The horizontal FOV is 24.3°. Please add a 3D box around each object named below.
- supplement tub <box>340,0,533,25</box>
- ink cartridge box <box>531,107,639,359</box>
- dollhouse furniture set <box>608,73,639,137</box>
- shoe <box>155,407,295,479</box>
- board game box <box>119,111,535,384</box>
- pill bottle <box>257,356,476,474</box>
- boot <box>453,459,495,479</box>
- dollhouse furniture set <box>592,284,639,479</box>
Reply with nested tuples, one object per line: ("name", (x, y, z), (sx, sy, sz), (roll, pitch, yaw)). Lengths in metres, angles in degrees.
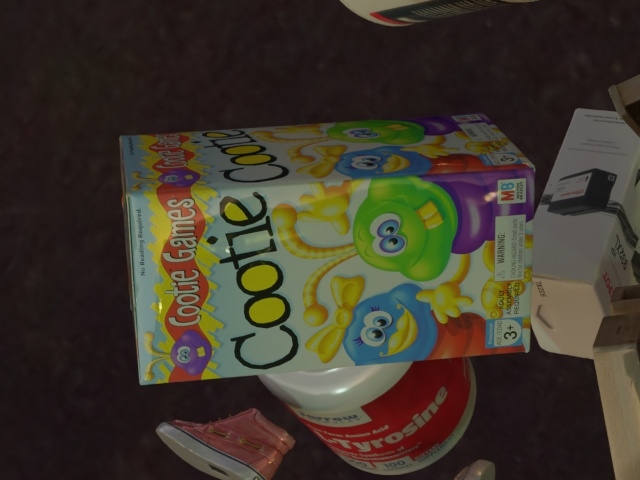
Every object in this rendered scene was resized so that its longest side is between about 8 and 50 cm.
("supplement tub", (0.136, -0.307, 1.375), (0.272, 0.191, 0.191), (-1, 57, 53))
("ink cartridge box", (0.412, -0.006, 2.201), (0.129, 0.223, 0.307), (9, 59, 29))
("dollhouse furniture set", (0.493, -0.110, 1.885), (0.161, 0.212, 0.242), (-25, 66, 20))
("shoe", (-0.112, 0.235, 1.760), (0.178, 0.063, 0.081), (19, 61, 40))
("board game box", (0.000, 0.000, 1.065), (0.275, 0.142, 0.144), (-5, 21, -8))
("pill bottle", (0.043, 0.133, 1.863), (0.229, 0.407, 0.229), (-9, 63, 17))
("boot", (0.120, 0.339, 1.804), (0.123, 0.095, 0.258), (10, 27, 23))
("dollhouse furniture set", (0.478, 0.150, 1.534), (0.356, 0.173, 0.303), (-8, 14, 18))
